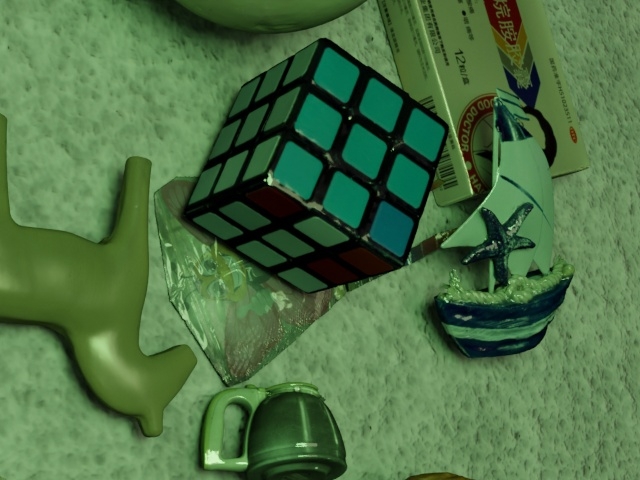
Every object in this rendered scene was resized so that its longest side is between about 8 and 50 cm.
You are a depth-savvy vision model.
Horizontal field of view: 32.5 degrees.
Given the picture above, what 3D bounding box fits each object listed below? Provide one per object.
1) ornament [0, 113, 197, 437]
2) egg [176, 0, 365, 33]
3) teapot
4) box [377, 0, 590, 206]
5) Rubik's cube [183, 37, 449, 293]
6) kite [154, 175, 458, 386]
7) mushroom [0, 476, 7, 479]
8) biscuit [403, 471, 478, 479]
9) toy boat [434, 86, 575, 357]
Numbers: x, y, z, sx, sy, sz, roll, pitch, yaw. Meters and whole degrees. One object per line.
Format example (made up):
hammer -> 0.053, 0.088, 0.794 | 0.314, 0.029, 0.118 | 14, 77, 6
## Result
ornament -> -0.202, 0.036, 0.926 | 0.230, 0.061, 0.244 | 14, 69, -35
egg -> -0.046, -0.329, 0.971 | 0.283, 0.345, 0.283 | 0, 91, 0
teapot -> -0.038, 0.171, 0.998 | 0.124, 0.092, 0.090 | 20, 50, -38
box -> 0.180, -0.230, 1.279 | 0.214, 0.069, 0.353 | -15, 89, -38
Rubik's cube -> -0.003, -0.063, 1.019 | 0.162, 0.163, 0.160 | 32, 63, -25
kite -> -0.002, 0.001, 1.110 | 0.360, 0.022, 0.204 | -19, 90, -34
mushroom -> -0.315, 0.223, 0.770 | 0.213, 0.097, 0.088 | -11, 77, -32
biscuit -> 0.096, 0.418, 1.001 | 0.455, 0.078, 0.349 | -40, 115, -28
toy boat -> 0.187, -0.003, 1.176 | 0.210, 0.070, 0.291 | -38, 122, -33
